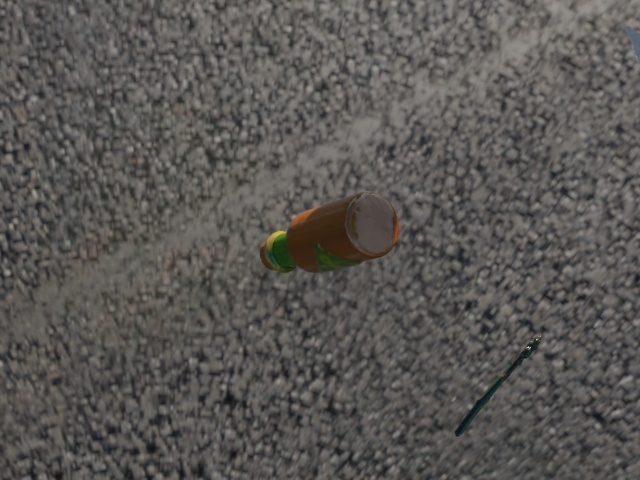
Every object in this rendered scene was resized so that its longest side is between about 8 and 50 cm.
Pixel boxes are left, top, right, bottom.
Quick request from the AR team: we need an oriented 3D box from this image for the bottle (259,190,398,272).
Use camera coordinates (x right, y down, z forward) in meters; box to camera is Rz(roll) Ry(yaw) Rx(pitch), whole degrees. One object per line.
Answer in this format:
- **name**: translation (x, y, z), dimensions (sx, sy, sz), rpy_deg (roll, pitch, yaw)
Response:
- **bottle**: translation (0.000, 0.000, 1.290), dimensions (0.069, 0.187, 0.069), rpy_deg (8, 76, -33)

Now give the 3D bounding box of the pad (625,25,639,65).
- **pad**: translation (0.554, -0.232, 1.913), dimensions (0.004, 0.156, 0.232), rpy_deg (-41, 44, -2)

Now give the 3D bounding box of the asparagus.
- **asparagus**: translation (0.222, 0.181, 1.581), dimensions (0.016, 0.013, 0.166), rpy_deg (42, 85, -19)
